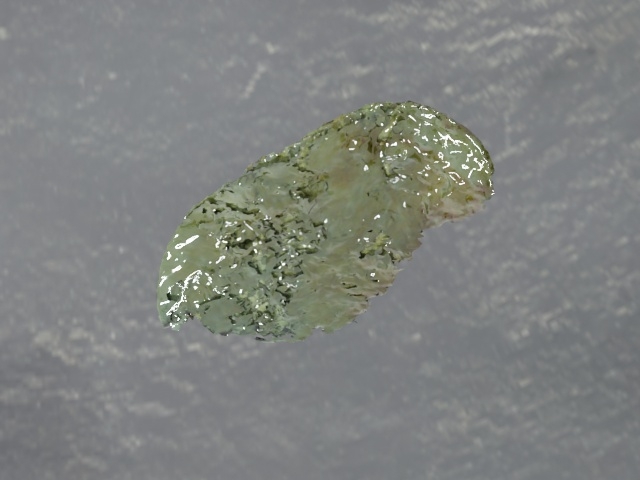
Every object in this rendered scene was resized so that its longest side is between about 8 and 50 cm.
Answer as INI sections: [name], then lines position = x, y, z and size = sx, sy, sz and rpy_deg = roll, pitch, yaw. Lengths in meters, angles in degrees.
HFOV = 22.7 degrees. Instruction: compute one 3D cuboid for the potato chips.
[potato chips]
position = 0.000, 0.000, 0.878
size = 0.209, 0.026, 0.142
rpy_deg = -15, 129, 11
